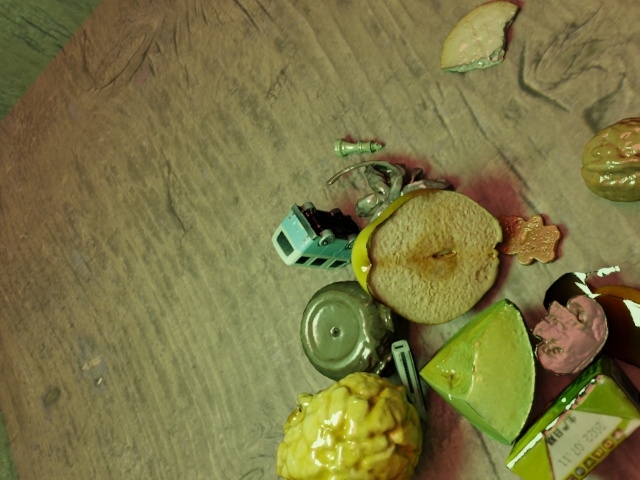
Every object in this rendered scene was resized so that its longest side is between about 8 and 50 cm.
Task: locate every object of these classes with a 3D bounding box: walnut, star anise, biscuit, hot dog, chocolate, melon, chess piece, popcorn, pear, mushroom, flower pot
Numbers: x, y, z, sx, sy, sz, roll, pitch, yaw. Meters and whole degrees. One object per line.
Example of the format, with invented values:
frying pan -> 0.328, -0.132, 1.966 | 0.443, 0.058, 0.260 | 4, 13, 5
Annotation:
walnut -> 0.720, -0.185, 1.636 | 0.245, 0.198, 0.198 | -1, 80, 38
star anise -> 0.191, -0.108, 2.002 | 0.359, 0.139, 0.315 | -21, 64, 23
biscuit -> 0.442, -0.559, 1.990 | 0.265, 0.040, 0.188 | -43, 58, 20
hot dog -> 0.691, 0.164, 1.628 | 0.326, 0.107, 0.194 | 45, 123, 37
chocolate -> 0.563, 0.399, 1.561 | 0.137, 0.301, 0.288 | 44, 106, 17
melon -> 0.367, 0.313, 1.736 | 0.226, 0.343, 0.331 | -7, 86, -5
chess piece -> 0.117, -0.282, 2.146 | 0.149, 0.059, 0.059 | 0, 80, 29
biscuit -> 0.523, -0.001, 1.828 | 0.184, 0.027, 0.133 | 1, 81, 36
popcorn -> 0.079, 0.528, 1.800 | 0.390, 0.344, 0.354 | -34, 31, 50
pear -> 0.254, 0.033, 1.835 | 0.191, 0.387, 0.340 | -157, 67, -70
mushroom -> 0.560, 0.216, 1.599 | 0.141, 0.117, 0.188 | 36, 90, 31
flower pot -> 0.104, 0.250, 1.946 | 0.302, 0.213, 0.301 | -7, 77, 33

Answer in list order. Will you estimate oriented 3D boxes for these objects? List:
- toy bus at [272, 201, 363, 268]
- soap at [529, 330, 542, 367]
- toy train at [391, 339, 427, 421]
toy bus -> 0.000, 0.000, 2.039 | 0.165, 0.271, 0.133 | -47, 59, 24
soap -> 0.508, 0.268, 1.771 | 0.140, 0.045, 0.089 | -1, 82, 36
toy train -> 0.233, 0.376, 1.851 | 0.048, 0.251, 0.055 | -17, 24, -2
